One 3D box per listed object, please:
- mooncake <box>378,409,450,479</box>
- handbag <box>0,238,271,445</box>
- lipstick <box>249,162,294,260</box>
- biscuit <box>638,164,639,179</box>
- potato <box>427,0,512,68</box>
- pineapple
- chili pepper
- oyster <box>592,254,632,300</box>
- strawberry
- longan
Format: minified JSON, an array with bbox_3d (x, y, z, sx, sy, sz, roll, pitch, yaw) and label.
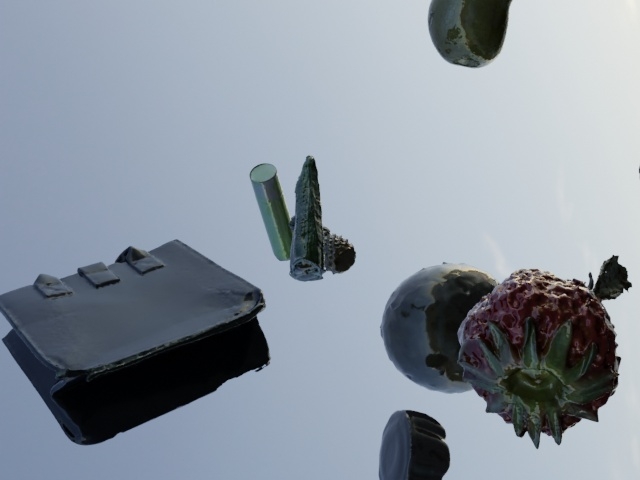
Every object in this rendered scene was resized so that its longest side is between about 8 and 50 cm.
[{"bbox_3d":[0.231,0.554,2.018,0.133,0.245,0.245,16,-118,-11],"label":"mooncake"},{"bbox_3d":[-0.265,0.120,1.123,0.303,0.329,0.122,-20,-61,-32],"label":"handbag"},{"bbox_3d":[-0.115,-0.066,2.035,0.304,0.076,0.076,75,-152,-48],"label":"lipstick"},{"bbox_3d":[0.644,-0.254,1.457,0.318,0.040,0.318,-42,-39,-47],"label":"biscuit"},{"bbox_3d":[0.260,-0.391,1.341,0.157,0.194,0.157,9,-129,-12],"label":"potato"},{"bbox_3d":[0.000,0.000,1.543,0.074,0.159,0.074,-27,-43,-28],"label":"pineapple"},{"bbox_3d":[-0.018,-0.047,1.353,0.088,0.059,0.227,111,162,-65],"label":"chili pepper"},{"bbox_3d":[0.544,0.073,1.517,0.132,0.029,0.086,-5,-108,-36],"label":"oyster"},{"bbox_3d":[0.389,0.157,1.386,0.292,0.292,0.343,65,-149,-21],"label":"strawberry"},{"bbox_3d":[0.366,0.243,2.285,0.391,0.390,0.392,20,-114,-52],"label":"longan"}]
